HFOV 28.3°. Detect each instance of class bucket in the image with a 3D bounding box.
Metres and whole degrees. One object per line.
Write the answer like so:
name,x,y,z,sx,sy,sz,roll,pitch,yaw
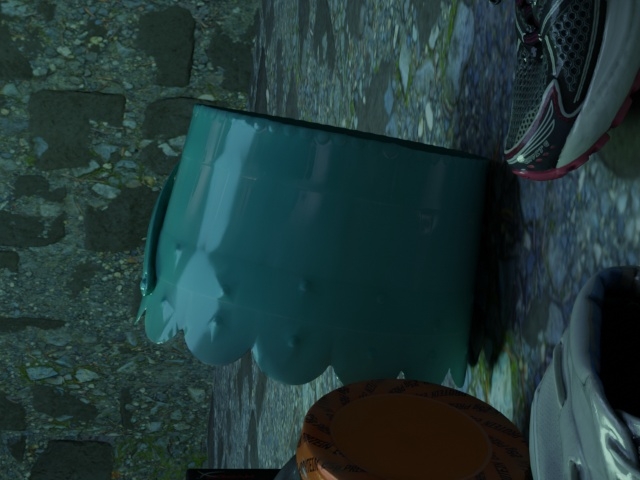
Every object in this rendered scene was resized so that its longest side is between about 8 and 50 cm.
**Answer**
bucket,0.000,0.000,1.014,0.281,0.281,0.183,-139,60,-78

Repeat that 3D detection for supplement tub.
supplement tub,0.046,0.269,0.893,0.193,0.194,0.316,-107,22,-63

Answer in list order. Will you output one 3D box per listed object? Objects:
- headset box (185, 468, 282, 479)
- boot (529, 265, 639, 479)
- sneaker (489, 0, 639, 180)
headset box,-0.014,0.333,1.169,0.293,0.218,0.110,-108,22,-66
boot,0.149,0.132,0.592,0.258,0.095,0.123,-97,6,-45
sneaker,0.128,-0.184,0.735,0.121,0.112,0.299,-153,64,-80
